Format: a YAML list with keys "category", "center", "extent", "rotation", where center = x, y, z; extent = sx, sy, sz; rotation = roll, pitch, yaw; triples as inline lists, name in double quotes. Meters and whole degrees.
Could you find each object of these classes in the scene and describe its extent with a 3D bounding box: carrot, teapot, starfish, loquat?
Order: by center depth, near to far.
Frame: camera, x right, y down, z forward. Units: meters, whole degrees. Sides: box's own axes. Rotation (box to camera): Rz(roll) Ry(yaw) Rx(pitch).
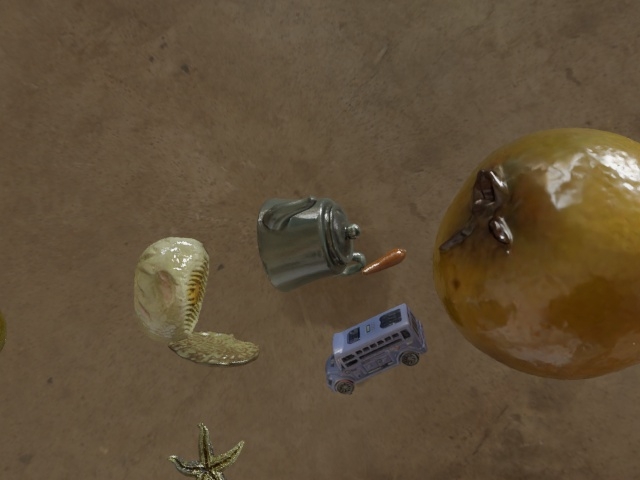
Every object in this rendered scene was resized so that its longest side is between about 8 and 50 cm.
- category: "loquat"
  center: [0.329, 0.027, 0.736]
  extent: [0.360, 0.328, 0.328]
  rotation: [28, 90, -24]
- category: "teapot"
  center: [0.000, 0.000, 0.948]
  extent: [0.149, 0.239, 0.162]
  rotation: [-12, 55, 20]
- category: "carrot"
  center: [0.139, 0.048, 1.234]
  extent: [0.142, 0.035, 0.035]
  rotation: [-25, 94, -32]
- category: "starfish"
  center: [-0.251, 0.534, 1.344]
  extent: [0.176, 0.053, 0.208]
  rotation: [-27, 82, -25]

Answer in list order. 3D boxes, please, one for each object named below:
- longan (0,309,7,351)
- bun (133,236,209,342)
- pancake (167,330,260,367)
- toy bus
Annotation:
- category: "longan"
  center: [-0.494, 0.108, 0.747]
  extent: [0.155, 0.145, 0.176]
  rotation: [33, 99, -21]
- category: "bun"
  center: [-0.333, 0.099, 1.246]
  extent: [0.153, 0.244, 0.243]
  rotation: [16, 91, 2]
- category: "pancake"
  center: [-0.263, 0.263, 1.402]
  extent: [0.212, 0.235, 0.029]
  rotation: [0, 101, -40]
- category: "toy bus"
  center: [0.074, 0.164, 0.864]
  extent: [0.167, 0.073, 0.076]
  rotation: [-28, 115, 15]
